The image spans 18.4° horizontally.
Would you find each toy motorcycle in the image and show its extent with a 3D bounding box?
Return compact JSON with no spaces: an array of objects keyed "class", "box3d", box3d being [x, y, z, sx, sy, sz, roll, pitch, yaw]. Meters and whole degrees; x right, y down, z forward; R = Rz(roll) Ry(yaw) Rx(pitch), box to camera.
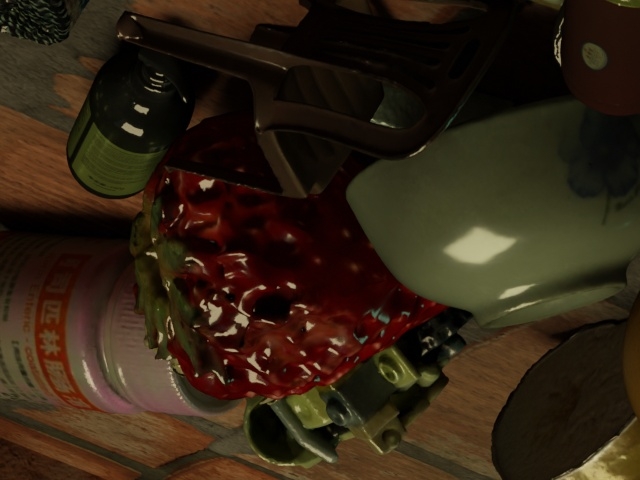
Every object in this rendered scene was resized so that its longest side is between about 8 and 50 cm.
[{"class":"toy motorcycle","box3d":[0.039,0.151,2.298,0.169,0.237,0.410,49,154,-4]}]

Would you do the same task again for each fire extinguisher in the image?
[{"class":"fire extinguisher","box3d":[0.237,-0.179,1.420,0.141,0.105,0.341,15,157,12]}]

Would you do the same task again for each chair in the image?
[{"class":"chair","box3d":[0.016,-0.128,1.625,0.326,0.175,0.183,20,154,30]}]

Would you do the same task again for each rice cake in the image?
[{"class":"rice cake","box3d":[0.084,-0.113,1.784,0.206,0.069,0.063,19,160,3]}]

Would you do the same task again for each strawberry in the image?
[{"class":"strawberry","box3d":[0.000,0.000,1.897,0.345,0.295,0.317,-12,138,-17]}]

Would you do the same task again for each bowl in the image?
[{"class":"bowl","box3d":[0.177,-0.011,1.669,0.289,0.146,0.289,-15,168,-3]}]

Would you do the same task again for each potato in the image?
[{"class":"potato","box3d":[0.341,0.225,2.174,0.196,0.246,0.299,40,152,-17]}]

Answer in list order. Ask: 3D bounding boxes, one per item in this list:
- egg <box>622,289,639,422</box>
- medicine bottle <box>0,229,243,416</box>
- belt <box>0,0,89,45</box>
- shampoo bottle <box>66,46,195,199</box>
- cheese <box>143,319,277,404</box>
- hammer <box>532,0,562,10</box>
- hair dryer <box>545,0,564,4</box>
[{"class":"egg","box3d":[0.402,0.107,1.810,0.250,0.250,0.322,19,162,-1]},{"class":"medicine bottle","box3d":[-0.274,0.103,2.438,0.388,0.219,0.219,5,156,34]},{"class":"belt","box3d":[-0.267,-0.274,1.563,0.207,0.150,0.257,19,162,29]},{"class":"shampoo bottle","box3d":[-0.180,-0.125,1.933,0.101,0.101,0.284,22,159,-9]},{"class":"cheese","box3d":[-0.074,0.061,2.157,0.127,0.233,0.266,39,151,-22]},{"class":"hammer","box3d":[0.200,-0.184,1.577,0.199,0.013,0.062,21,160,-4]},{"class":"hair dryer","box3d":[0.169,-0.234,1.451,0.199,0.067,0.167,-17,152,35]}]
